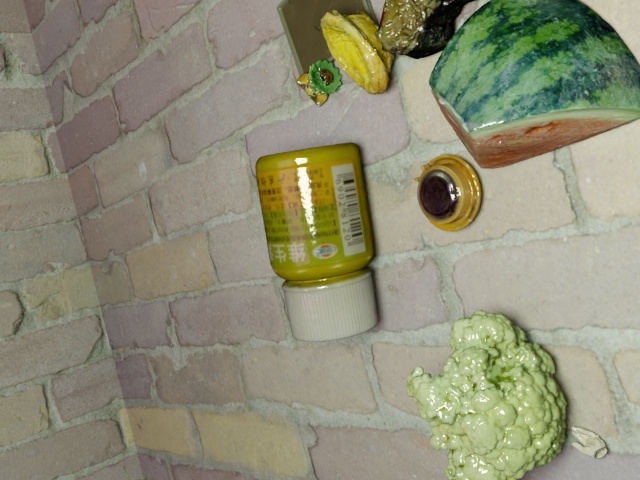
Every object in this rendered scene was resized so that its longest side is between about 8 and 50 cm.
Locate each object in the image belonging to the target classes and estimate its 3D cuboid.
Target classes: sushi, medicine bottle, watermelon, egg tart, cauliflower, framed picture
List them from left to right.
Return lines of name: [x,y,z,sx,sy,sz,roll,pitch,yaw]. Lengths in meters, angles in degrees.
medicine bottle: [0.000,0.000,1.495,0.224,0.224,0.385,-2,100,50]
framed picture: [0.006,-0.468,1.502,0.260,0.023,0.189,-25,82,50]
egg tart: [0.079,-0.365,1.372,0.191,0.074,0.191,53,173,10]
sushi: [0.184,-0.410,1.238,0.147,0.115,0.213,49,133,29]
cauliflower: [0.267,0.289,1.242,0.281,0.260,0.327,-12,71,46]
watermelon: [0.323,-0.198,1.090,0.250,0.283,0.293,44,159,51]

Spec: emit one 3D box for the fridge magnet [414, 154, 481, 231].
fridge magnet: [0.232,-0.087,1.320,0.143,0.063,0.143,13,108,48]

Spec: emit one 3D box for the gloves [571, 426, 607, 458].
gloves: [0.452,0.344,1.210,0.044,0.037,0.081,-46,42,7]

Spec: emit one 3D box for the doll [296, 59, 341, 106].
doll: [0.001,-0.340,1.531,0.078,0.076,0.113,46,172,-9]
